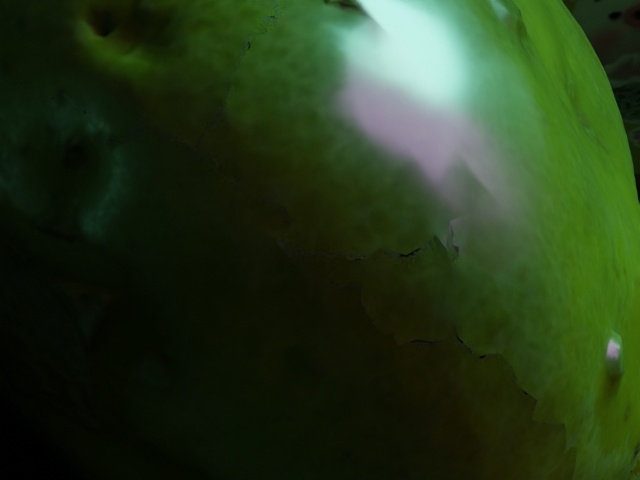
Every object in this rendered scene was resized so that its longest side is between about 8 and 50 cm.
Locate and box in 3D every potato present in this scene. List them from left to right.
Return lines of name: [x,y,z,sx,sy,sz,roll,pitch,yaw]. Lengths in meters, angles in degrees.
potato: [0.000,0.000,0.434,0.253,0.148,0.186,26,45,-63]

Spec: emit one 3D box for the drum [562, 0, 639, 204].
drum: [0.065,-0.223,0.658,0.214,0.431,0.431,43,18,-50]

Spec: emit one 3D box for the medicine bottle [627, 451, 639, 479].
medicine bottle: [0.099,0.074,0.546,0.096,0.192,0.096,55,10,-14]
